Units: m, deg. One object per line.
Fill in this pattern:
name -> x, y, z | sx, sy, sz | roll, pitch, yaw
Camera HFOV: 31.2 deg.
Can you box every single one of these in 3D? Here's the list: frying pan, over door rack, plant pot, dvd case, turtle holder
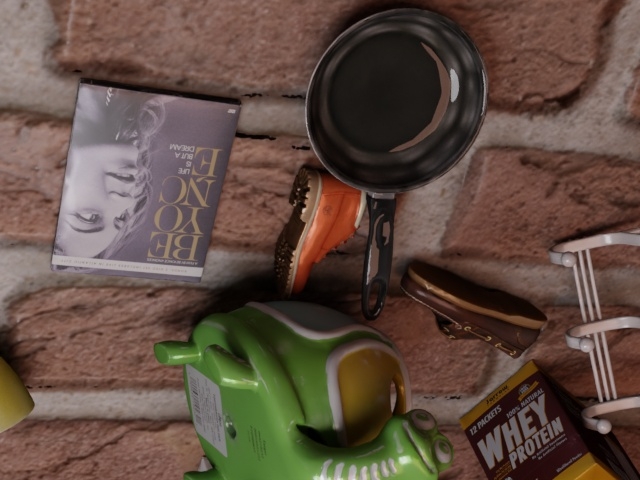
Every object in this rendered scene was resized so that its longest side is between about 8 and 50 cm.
frying pan -> 0.093, -0.089, 1.206 | 0.197, 0.053, 0.326 | -21, 119, -7
over door rack -> 0.451, 0.080, 1.357 | 0.324, 0.108, 0.239 | -15, 105, -5
plant pot -> -0.386, 0.157, 1.227 | 0.134, 0.134, 0.095 | -17, 101, -3
dvd case -> -0.184, -0.055, 1.194 | 0.164, 0.018, 0.221 | 6, 121, -19
turtle holder -> -0.015, 0.169, 1.225 | 0.227, 0.243, 0.320 | -15, 170, -28

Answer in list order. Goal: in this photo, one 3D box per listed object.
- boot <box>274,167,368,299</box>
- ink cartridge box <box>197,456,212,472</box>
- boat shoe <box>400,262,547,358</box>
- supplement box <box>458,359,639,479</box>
boot -> 0.000, 0.000, 1.258 | 0.084, 0.059, 0.158 | 7, 120, -25
ink cartridge box -> -0.074, 0.358, 1.457 | 0.190, 0.082, 0.139 | 11, 119, -20
boat shoe -> 0.174, 0.089, 1.352 | 0.207, 0.073, 0.073 | 23, 112, -26
supplement box -> 0.307, 0.293, 1.447 | 0.129, 0.194, 0.191 | -42, 123, 13
